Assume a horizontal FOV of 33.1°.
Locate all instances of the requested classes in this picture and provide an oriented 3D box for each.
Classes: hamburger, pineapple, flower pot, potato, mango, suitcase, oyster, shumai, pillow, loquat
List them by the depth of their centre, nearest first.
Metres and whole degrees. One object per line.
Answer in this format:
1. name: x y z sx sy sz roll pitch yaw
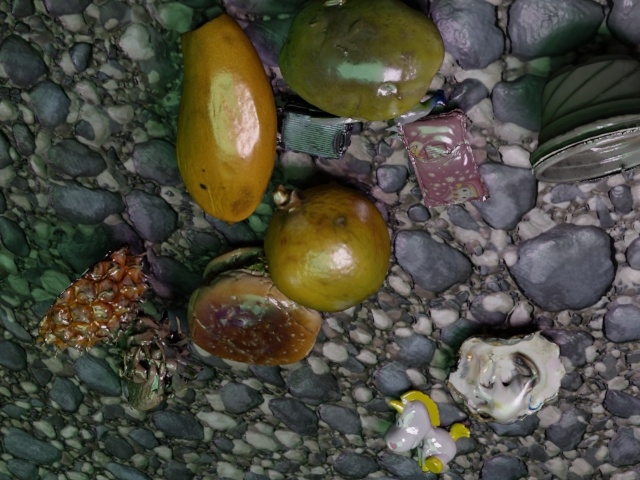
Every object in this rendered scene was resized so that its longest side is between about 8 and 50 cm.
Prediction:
1. flower pot: 0.401 -0.177 1.531 0.236 0.140 0.235 -8 168 -2
2. potato: 0.058 -0.272 1.590 0.228 0.148 0.197 28 107 3
3. mango: -0.152 -0.186 1.717 0.187 0.144 0.359 33 134 34
4. pillow: 0.197 -0.132 1.726 0.118 0.043 0.185 -9 127 20
5. suitcase: -0.010 -0.184 1.740 0.126 0.059 0.086 12 130 5
6. loquat: 0.000 0.000 1.778 0.213 0.213 0.246 -23 123 31
7. oyster: 0.340 0.240 1.953 0.223 0.083 0.214 -16 125 21
8. hamburger: -0.110 0.129 1.973 0.286 0.146 0.243 -22 124 30
9. pineapple: -0.345 0.181 1.976 0.272 0.262 0.262 43 129 2
10. shumai: -0.325 0.276 2.182 0.116 0.145 0.145 2 140 -34

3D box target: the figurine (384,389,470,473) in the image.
1. figurine: 0.194 0.370 2.107 0.178 0.109 0.129 37 103 -13

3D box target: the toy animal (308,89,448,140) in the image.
1. toy animal: 0.091 -0.185 1.659 0.217 0.075 0.041 -12 141 5
